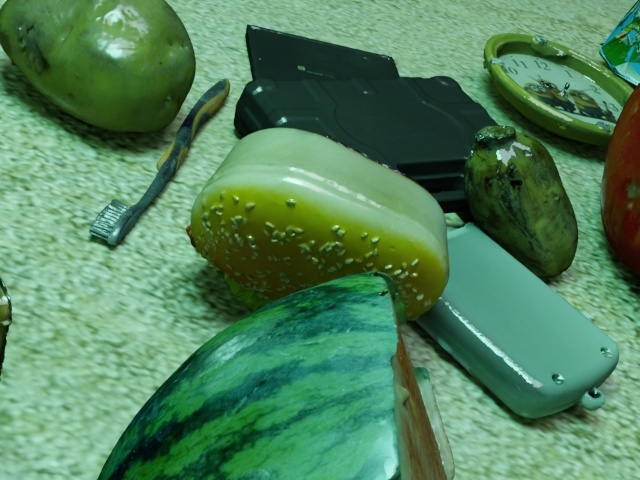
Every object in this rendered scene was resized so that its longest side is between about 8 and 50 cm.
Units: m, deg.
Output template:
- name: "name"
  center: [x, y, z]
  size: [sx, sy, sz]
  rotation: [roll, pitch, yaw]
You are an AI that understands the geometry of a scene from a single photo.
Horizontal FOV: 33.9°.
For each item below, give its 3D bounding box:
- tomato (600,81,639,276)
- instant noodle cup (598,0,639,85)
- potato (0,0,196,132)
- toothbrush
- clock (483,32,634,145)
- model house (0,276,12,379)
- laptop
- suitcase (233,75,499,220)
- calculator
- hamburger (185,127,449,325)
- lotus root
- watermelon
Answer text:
- name: "tomato"
  center: [0.452, -0.068, 1.050]
  size: [0.293, 0.290, 0.325]
  rotation: [16, 28, -2]
- name: "instant noodle cup"
  center: [0.522, -0.281, 1.430]
  size: [0.240, 0.178, 0.240]
  rotation: [23, 27, -12]
- name: "potato"
  center: [-0.211, -0.187, 1.013]
  size: [0.200, 0.137, 0.154]
  rotation: [34, 68, 18]
- name: "toothbrush"
  center: [-0.140, -0.085, 1.003]
  size: [0.031, 0.023, 0.321]
  rotation: [26, 35, 2]
- name: "clock"
  center: [0.306, -0.183, 1.332]
  size: [0.237, 0.057, 0.237]
  rotation: [16, 35, -11]
- name: "model house"
  center: [-0.310, 0.039, 0.628]
  size: [0.326, 0.169, 0.244]
  rotation: [25, 33, 8]
- name: "laptop"
  center: [0.010, -0.200, 1.239]
  size: [0.197, 0.016, 0.135]
  rotation: [8, 38, -18]
- name: "suitcase"
  center: [0.073, -0.095, 1.087]
  size: [0.285, 0.066, 0.206]
  rotation: [-6, 43, -33]
- name: "calculator"
  center: [0.155, 0.065, 0.932]
  size: [0.141, 0.045, 0.246]
  rotation: [-19, 50, -42]
- name: "hamburger"
  center: [0.000, 0.000, 0.840]
  size: [0.210, 0.173, 0.116]
  rotation: [26, 66, -11]
- name: "lotus root"
  center: [0.191, -0.036, 1.009]
  size: [0.089, 0.179, 0.080]
  rotation: [-37, 30, -10]
- name: "watermelon"
  center: [0.002, 0.118, 0.641]
  size: [0.319, 0.222, 0.292]
  rotation: [3, 43, -23]
